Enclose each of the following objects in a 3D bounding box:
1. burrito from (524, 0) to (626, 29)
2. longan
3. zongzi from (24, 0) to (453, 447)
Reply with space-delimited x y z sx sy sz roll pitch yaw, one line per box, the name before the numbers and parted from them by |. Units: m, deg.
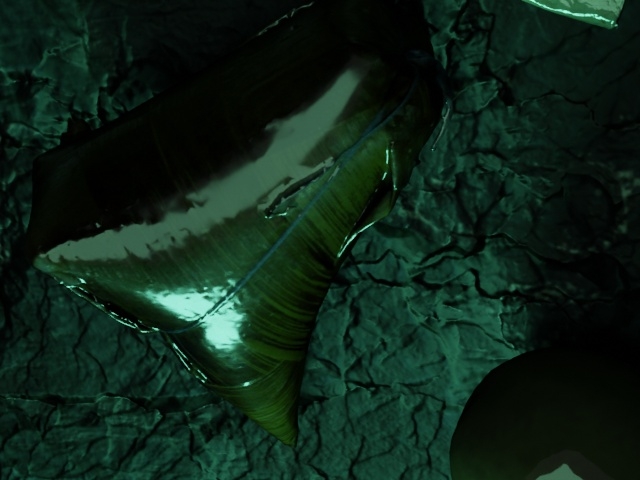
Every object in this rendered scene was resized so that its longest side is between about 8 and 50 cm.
burrito | 0.214 -0.228 1.373 0.118 0.044 0.074 18 114 7
longan | 0.244 0.216 1.505 0.248 0.248 0.248 8 120 15
zongzi | 0.000 0.000 1.517 0.403 0.208 0.432 -29 125 18
